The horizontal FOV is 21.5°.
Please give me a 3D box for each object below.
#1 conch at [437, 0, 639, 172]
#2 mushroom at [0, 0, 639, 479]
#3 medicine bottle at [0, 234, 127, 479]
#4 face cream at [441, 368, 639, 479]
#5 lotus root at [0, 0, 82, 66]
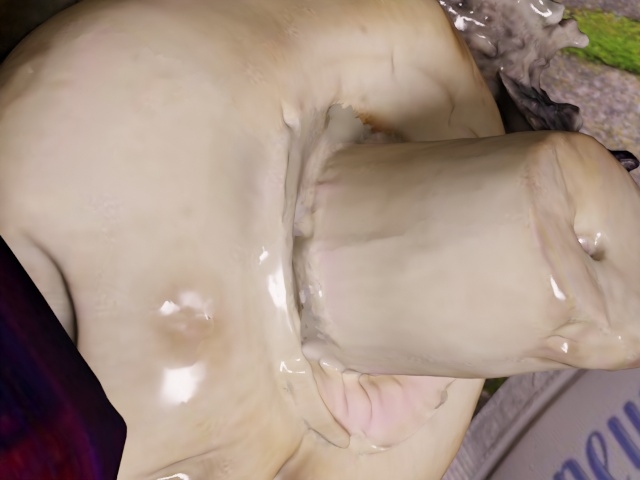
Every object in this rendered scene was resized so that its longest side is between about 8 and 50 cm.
[{"bbox_3d":[0.091,-0.108,1.071,0.186,0.241,0.313,-20,76,-15],"label":"conch"},{"bbox_3d":[-0.022,-0.007,0.869,0.353,0.353,0.325,-3,56,-21],"label":"mushroom"},{"bbox_3d":[-0.151,0.154,0.624,0.242,0.242,0.395,-29,73,-34],"label":"medicine bottle"},{"bbox_3d":[0.226,0.223,0.864,0.137,0.235,0.420,-8,54,-43],"label":"face cream"},{"bbox_3d":[-0.185,-0.213,1.060,0.250,0.250,0.346,-10,56,-25],"label":"lotus root"}]
